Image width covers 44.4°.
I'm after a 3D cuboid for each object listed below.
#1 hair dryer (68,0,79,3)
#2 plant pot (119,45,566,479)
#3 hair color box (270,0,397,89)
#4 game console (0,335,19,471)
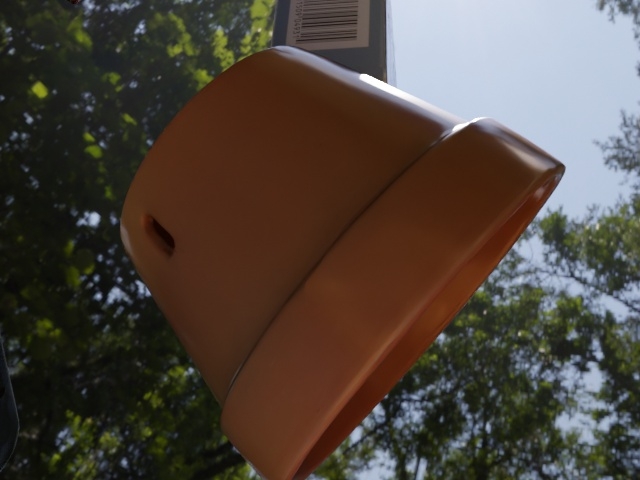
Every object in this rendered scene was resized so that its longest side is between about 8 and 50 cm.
[{"bbox_3d":[-0.242,-0.206,0.406,0.293,0.223,0.080,27,-89,7],"label":"hair dryer"},{"bbox_3d":[0.000,0.000,0.558,0.203,0.291,0.291,42,-46,13],"label":"plant pot"},{"bbox_3d":[0.033,-0.103,0.876,0.113,0.185,0.374,-1,-34,8],"label":"hair color box"},{"bbox_3d":[-0.175,0.107,0.316,0.250,0.173,0.293,39,-41,36],"label":"game console"}]
